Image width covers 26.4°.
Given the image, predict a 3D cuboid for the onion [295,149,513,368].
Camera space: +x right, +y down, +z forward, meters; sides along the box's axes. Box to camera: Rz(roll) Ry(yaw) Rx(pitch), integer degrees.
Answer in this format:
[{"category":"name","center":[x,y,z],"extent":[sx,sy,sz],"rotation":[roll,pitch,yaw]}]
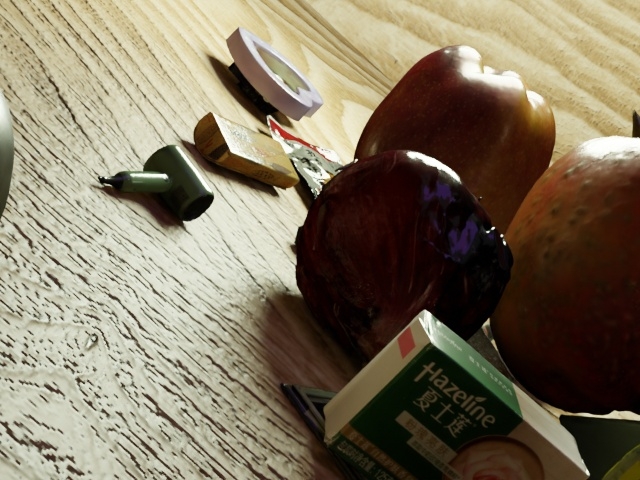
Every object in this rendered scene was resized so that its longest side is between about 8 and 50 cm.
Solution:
[{"category":"onion","center":[0.096,0.028,1.494],"extent":[0.281,0.221,0.280],"rotation":[-16,90,-73]}]

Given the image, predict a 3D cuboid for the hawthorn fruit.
[{"category":"hawthorn fruit","center":[0.404,0.030,1.711],"extent":[0.403,0.403,0.403],"rotation":[41,14,-13]}]

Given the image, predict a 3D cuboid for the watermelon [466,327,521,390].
[{"category":"watermelon","center":[0.216,0.204,1.602],"extent":[0.241,0.094,0.154],"rotation":[56,8,36]}]

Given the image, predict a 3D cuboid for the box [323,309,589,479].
[{"category":"box","center":[0.118,0.177,1.203],"extent":[0.199,0.135,0.081],"rotation":[39,16,-16]}]

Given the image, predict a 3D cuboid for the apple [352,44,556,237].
[{"category":"apple","center":[0.196,-0.124,2.051],"extent":[0.288,0.316,0.288],"rotation":[25,15,-7]}]

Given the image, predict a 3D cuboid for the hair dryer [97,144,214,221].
[{"category":"hair dryer","center":[-0.168,-0.059,1.343],"extent":[0.071,0.047,0.150],"rotation":[50,21,20]}]

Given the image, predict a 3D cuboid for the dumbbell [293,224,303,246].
[{"category":"dumbbell","center":[0.000,0.000,1.649],"extent":[0.036,0.040,0.083],"rotation":[15,1,24]}]

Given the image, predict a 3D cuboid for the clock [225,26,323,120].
[{"category":"clock","center":[-0.083,-0.245,2.073],"extent":[0.172,0.064,0.198],"rotation":[44,14,1]}]

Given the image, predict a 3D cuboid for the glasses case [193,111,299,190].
[{"category":"glasses case","center":[-0.092,-0.105,1.691],"extent":[0.170,0.041,0.064],"rotation":[19,40,-61]}]

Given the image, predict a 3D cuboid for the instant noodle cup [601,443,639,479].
[{"category":"instant noodle cup","center":[0.410,0.356,1.252],"extent":[0.325,0.325,0.254],"rotation":[40,23,-16]}]

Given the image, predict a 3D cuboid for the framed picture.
[{"category":"framed picture","center":[0.081,0.216,1.295],"extent":[0.197,0.014,0.252],"rotation":[52,16,27]}]

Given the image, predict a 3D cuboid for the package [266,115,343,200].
[{"category":"package","center":[0.007,-0.079,1.914],"extent":[0.154,0.030,0.239],"rotation":[29,21,-41]}]

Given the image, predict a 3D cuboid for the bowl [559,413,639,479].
[{"category":"bowl","center":[0.434,0.297,1.687],"extent":[0.289,0.146,0.289],"rotation":[5,-6,1]}]

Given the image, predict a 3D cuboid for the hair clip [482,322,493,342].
[{"category":"hair clip","center":[0.189,0.127,1.771],"extent":[0.214,0.062,0.056],"rotation":[15,43,-61]}]

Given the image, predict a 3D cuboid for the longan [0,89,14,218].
[{"category":"longan","center":[-0.267,-0.057,0.756],"extent":[0.198,0.198,0.212],"rotation":[52,13,28]}]
